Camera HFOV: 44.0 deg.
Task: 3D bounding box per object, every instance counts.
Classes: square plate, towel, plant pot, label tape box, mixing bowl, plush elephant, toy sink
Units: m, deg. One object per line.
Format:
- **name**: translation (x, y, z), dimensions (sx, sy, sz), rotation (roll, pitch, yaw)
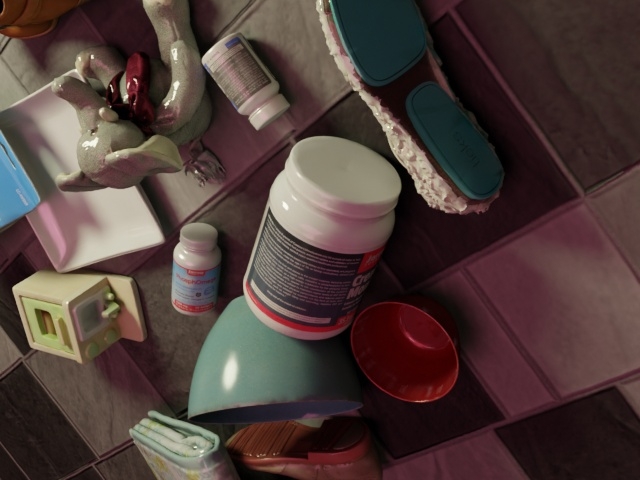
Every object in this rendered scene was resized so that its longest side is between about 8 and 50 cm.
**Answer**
- **square plate**: translation (-0.478, -0.123, 1.534), dimensions (0.344, 0.049, 0.347), rotation (-14, 107, 37)
- **towel**: translation (-0.236, 0.517, 1.627), dimensions (0.374, 0.090, 0.320), rotation (0, 120, 57)
- **plant pot**: translation (-0.081, 0.196, 1.343), dimensions (0.290, 0.290, 0.195), rotation (-20, 66, 38)
- **label tape box**: translation (-0.710, -0.126, 1.586), dimensions (0.348, 0.115, 0.249), rotation (-16, 106, 55)
- **mixing bowl**: translation (0.150, 0.155, 1.257), dimensions (0.181, 0.098, 0.181), rotation (15, 121, 26)
- **plush elephant**: translation (-0.309, -0.192, 1.255), dimensions (0.272, 0.255, 0.330), rotation (-16, 105, 37)
- **toy sink**: translation (-0.500, 0.155, 1.644), dimensions (0.234, 0.131, 0.152), rotation (9, 120, 28)

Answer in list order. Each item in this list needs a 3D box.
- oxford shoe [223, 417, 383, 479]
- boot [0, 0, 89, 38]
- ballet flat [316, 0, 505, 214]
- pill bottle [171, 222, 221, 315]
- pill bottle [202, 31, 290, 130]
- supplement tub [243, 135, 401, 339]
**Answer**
- **oxford shoe**: translation (-0.042, 0.423, 1.512), dimensions (0.348, 0.123, 0.130), rotation (-8, 117, 37)
- **boot**: translation (-0.514, -0.379, 1.306), dimensions (0.283, 0.220, 0.109), rotation (-1, 114, 33)
- **ballet flat**: translation (0.099, -0.205, 1.082), dimensions (0.147, 0.147, 0.409), rotation (-25, 99, 39)
- **pill bottle**: translation (-0.226, 0.052, 1.444), dimensions (0.087, 0.087, 0.160), rotation (23, 125, 20)
- **pill bottle**: translation (-0.112, -0.243, 1.219), dimensions (0.078, 0.078, 0.137), rotation (-34, 94, 40)
- **supplement tub**: translation (0.000, 0.000, 1.207), dimensions (0.191, 0.191, 0.272), rotation (31, 128, 14)
